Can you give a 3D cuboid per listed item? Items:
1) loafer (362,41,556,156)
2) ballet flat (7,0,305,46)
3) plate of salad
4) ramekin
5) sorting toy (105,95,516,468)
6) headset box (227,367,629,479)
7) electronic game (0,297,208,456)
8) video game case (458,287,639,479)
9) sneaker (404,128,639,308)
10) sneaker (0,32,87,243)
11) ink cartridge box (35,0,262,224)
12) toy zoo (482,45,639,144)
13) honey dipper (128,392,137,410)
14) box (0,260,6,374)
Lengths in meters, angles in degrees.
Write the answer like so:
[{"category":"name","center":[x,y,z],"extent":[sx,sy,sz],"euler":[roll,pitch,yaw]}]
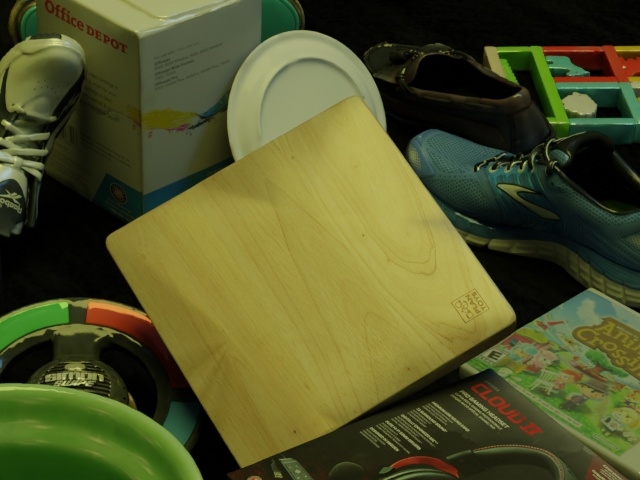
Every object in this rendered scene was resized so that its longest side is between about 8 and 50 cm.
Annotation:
[{"category":"loafer","center":[0.147,-0.174,2.053],"extent":[0.109,0.095,0.302],"euler":[-35,41,-19]},{"category":"ballet flat","center":[-0.197,-0.270,2.202],"extent":[0.348,0.123,0.123],"euler":[-5,33,-11]},{"category":"plate of salad","center":[-0.017,-0.117,1.920],"extent":[0.199,0.200,0.048],"euler":[-23,9,-33]},{"category":"ramekin","center":[-0.232,0.252,1.347],"extent":[0.303,0.148,0.303],"euler":[1,33,-1]},{"category":"sorting toy","center":[-0.008,0.049,1.572],"extent":[0.255,0.089,0.257],"euler":[-30,65,-8]},{"category":"headset box","center":[0.105,0.228,1.441],"extent":[0.293,0.110,0.218],"euler":[-18,37,-28]},{"category":"electronic game","center":[-0.208,0.136,1.570],"extent":[0.229,0.048,0.229],"euler":[2,45,-2]},{"category":"video game case","center":[0.267,0.129,1.686],"extent":[0.193,0.023,0.212],"euler":[-26,42,-37]},{"category":"sneaker","center":[0.234,-0.059,1.862],"extent":[0.330,0.147,0.130],"euler":[21,37,28]},{"category":"sneaker","center":[-0.298,-0.080,1.815],"extent":[0.094,0.235,0.153],"euler":[26,33,-34]},{"category":"ink cartridge box","center":[-0.176,-0.164,1.917],"extent":[0.168,0.233,0.171],"euler":[-26,43,-37]},{"category":"toy zoo","center":[0.347,-0.171,2.149],"extent":[0.293,0.030,0.192],"euler":[-1,33,-5]},{"category":"honey dipper","center":[-0.233,0.168,1.587],"extent":[0.160,0.030,0.030],"euler":[-19,39,-27]},{"category":"box","center":[-0.379,-0.015,1.641],"extent":[0.216,0.270,0.060],"euler":[24,38,29]}]
